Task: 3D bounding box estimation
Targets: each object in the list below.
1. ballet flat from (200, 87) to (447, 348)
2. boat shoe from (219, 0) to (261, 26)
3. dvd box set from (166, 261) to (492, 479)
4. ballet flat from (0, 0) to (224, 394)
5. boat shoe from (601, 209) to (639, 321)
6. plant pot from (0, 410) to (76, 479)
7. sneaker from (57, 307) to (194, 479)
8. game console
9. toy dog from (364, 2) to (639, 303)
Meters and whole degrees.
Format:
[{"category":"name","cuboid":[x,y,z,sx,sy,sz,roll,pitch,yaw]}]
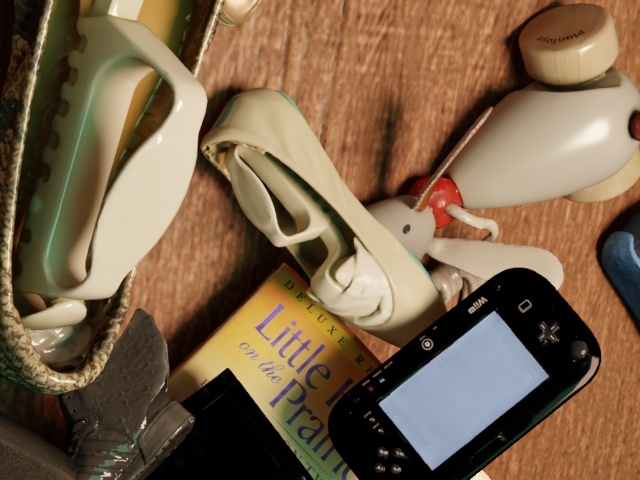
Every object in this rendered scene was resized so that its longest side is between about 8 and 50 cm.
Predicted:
[{"category":"ballet flat","cuboid":[0.000,0.000,1.121,0.086,0.086,0.248,-40,95,-20]},{"category":"boat shoe","cuboid":[-0.040,-0.219,1.094,0.050,0.045,0.135,24,89,-38]},{"category":"dvd box set","cuboid":[-0.072,0.268,1.124,0.307,0.062,0.420,46,73,-5]},{"category":"ballet flat","cuboid":[-0.124,-0.127,0.975,0.164,0.182,0.483,11,97,-37]},{"category":"boat shoe","cuboid":[0.368,0.070,1.444,0.089,0.109,0.258,-49,128,-19]},{"category":"plant pot","cuboid":[-0.274,0.164,0.965,0.167,0.187,0.188,22,90,-49]},{"category":"sneaker","cuboid":[-0.155,0.134,1.033,0.170,0.089,0.051,-45,169,-12]},{"category":"game console","cuboid":[0.032,0.147,1.082,0.361,0.044,0.213,-38,89,-6]},{"category":"toy dog","cuboid":[0.173,-0.047,1.229,0.220,0.161,0.334,44,77,-36]}]
